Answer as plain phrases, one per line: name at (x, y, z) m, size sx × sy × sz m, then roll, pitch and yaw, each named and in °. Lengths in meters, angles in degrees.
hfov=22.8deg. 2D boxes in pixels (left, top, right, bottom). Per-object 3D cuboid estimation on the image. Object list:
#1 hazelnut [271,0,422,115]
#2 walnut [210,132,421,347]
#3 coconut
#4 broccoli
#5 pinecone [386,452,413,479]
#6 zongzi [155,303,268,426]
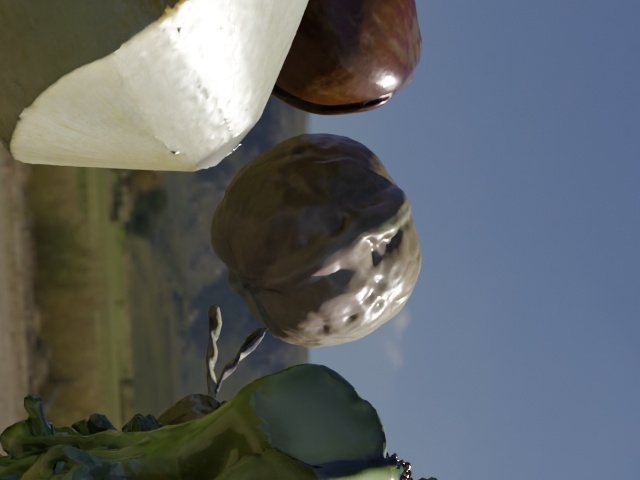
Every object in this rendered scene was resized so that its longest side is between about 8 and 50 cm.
hazelnut at (0.021, -0.247, 1.750) m, size 0.234 × 0.218 × 0.218 m, roll -68°, pitch 162°, yaw -56°
walnut at (0.001, -0.001, 1.855) m, size 0.248 × 0.248 × 0.248 m, roll 177°, pitch -90°, yaw -83°
coconut at (-0.148, -0.193, 1.199) m, size 0.323 × 0.323 × 0.323 m, roll 177°, pitch -90°, yaw -83°
broccoli at (-0.062, 0.215, 1.007) m, size 0.272 × 0.324 × 0.334 m, roll 78°, pitch -11°, yaw -47°
pinecone at (0.067, 0.284, 1.884) m, size 0.083 × 0.077 × 0.077 m, roll 13°, pitch -72°, yaw 54°
zongzi at (0.012, 0.362, 1.557) m, size 0.218 × 0.467 × 0.500 m, roll -51°, pitch -159°, yaw 40°
